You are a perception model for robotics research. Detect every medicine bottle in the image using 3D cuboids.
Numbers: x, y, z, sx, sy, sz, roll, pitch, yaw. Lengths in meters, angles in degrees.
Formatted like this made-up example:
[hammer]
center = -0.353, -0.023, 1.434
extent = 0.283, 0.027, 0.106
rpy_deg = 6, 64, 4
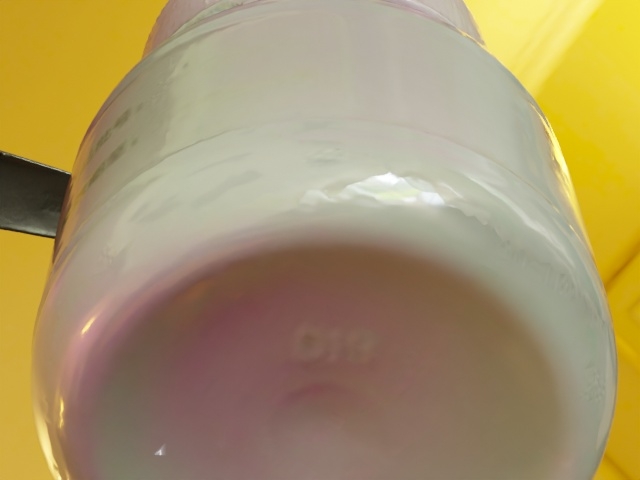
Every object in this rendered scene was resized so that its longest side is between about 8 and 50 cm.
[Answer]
[medicine bottle]
center = 0.000, 0.000, 0.769
extent = 0.256, 0.256, 0.325
rpy_deg = -53, 19, 25

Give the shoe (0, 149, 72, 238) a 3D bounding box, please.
[shoe]
center = -0.258, -0.040, 1.190
extent = 0.049, 0.179, 0.071
rpy_deg = -148, 71, -80
